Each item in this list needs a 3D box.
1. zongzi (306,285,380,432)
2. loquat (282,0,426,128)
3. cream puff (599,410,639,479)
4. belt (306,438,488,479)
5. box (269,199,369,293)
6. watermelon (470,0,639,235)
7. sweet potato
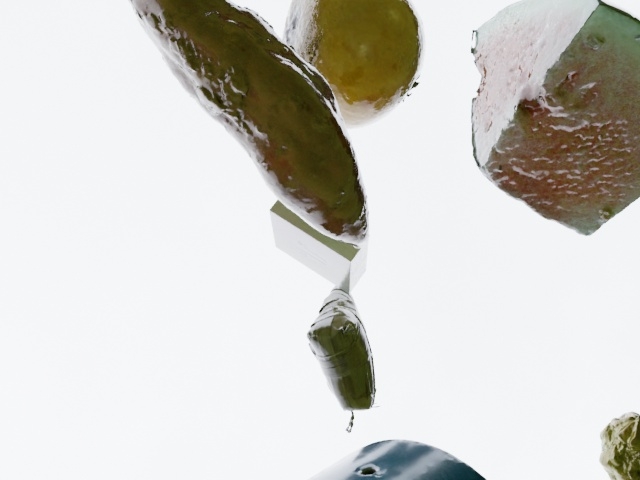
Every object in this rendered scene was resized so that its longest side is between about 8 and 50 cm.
[{"bbox_3d":[0.050,0.174,1.331,0.178,0.081,0.189,-68,-40,-65],"label":"zongzi"},{"bbox_3d":[0.049,-0.314,1.405,0.263,0.263,0.263,4,-98,-32],"label":"loquat"},{"bbox_3d":[0.522,0.336,1.353,0.146,0.116,0.146,5,-112,-13],"label":"cream puff"},{"bbox_3d":[0.043,0.394,0.881,0.173,0.436,0.300,-20,-116,-35],"label":"belt"},{"bbox_3d":[0.000,0.000,1.160,0.129,0.130,0.051,32,-109,13],"label":"box"},{"bbox_3d":[0.258,-0.133,0.879,0.213,0.261,0.201,32,-93,-11],"label":"watermelon"},{"bbox_3d":[-0.053,-0.128,0.722,0.095,0.106,0.354,-42,-77,-13],"label":"sweet potato"}]
